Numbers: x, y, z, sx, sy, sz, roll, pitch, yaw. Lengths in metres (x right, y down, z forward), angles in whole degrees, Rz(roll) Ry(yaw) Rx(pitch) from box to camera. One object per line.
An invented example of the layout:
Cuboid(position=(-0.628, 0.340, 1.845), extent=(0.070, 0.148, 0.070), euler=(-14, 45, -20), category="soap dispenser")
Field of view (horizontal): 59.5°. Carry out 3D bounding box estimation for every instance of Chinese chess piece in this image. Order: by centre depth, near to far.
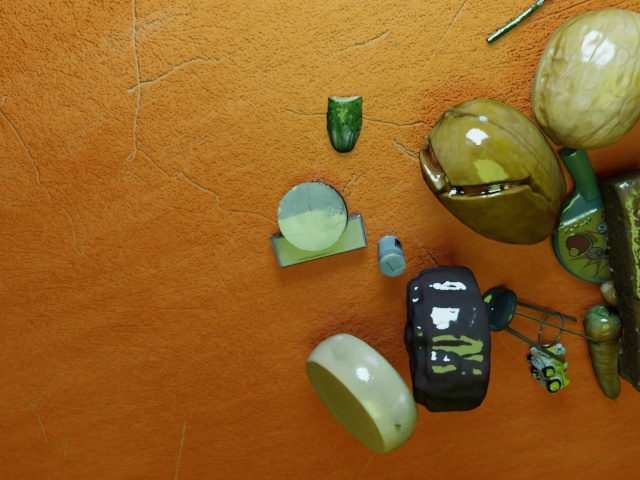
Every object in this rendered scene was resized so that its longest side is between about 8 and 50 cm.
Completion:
Cuboid(position=(0.085, 0.322, 1.180), extent=(0.102, 0.273, 0.273), euler=(-36, 116, -23), category="Chinese chess piece")

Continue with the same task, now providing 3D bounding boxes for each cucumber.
Cuboid(position=(0.044, -0.209, 1.026), extent=(0.067, 0.035, 0.107), euler=(-1, 119, 2), category="cucumber")

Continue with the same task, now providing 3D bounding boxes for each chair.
Cuboid(position=(0.445, 0.170, 1.160), extent=(0.222, 0.095, 0.104), euler=(21, 74, -3), category="chair")

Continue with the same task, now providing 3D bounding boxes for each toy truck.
Cuboid(position=(0.511, 0.276, 1.238), extent=(0.077, 0.076, 0.111), euler=(-24, 113, -5), category="toy truck")

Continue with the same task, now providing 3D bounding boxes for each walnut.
Cuboid(position=(0.435, -0.252, 0.893), extent=(0.196, 0.195, 0.221), euler=(18, 116, -6), category="walnut")
Cuboid(position=(0.319, -0.103, 0.980), extent=(0.336, 0.209, 0.209), euler=(34, 114, -23), category="walnut")

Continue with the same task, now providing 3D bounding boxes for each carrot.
Cuboid(position=(0.630, 0.267, 1.229), extent=(0.078, 0.078, 0.298), euler=(-16, 120, 11), category="carrot")

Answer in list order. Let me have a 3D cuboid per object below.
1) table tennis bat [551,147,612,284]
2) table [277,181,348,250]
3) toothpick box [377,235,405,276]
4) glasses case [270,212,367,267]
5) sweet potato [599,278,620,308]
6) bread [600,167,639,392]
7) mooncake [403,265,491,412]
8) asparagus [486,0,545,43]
Cuboid(position=(0.546, -0.046, 1.085), extent=(0.215, 0.044, 0.329), euler=(-28, 114, 17), category="table tennis bat")
Cuboid(position=(-0.014, -0.048, 1.085), extent=(0.134, 0.043, 0.133), euler=(1, 100, 8), category="table")
Cuboid(position=(0.141, 0.030, 1.117), extent=(0.052, 0.083, 0.052), euler=(1, 117, 2), category="toothpick box")
Cuboid(position=(-0.002, 0.000, 1.132), extent=(0.191, 0.042, 0.071), euler=(-14, 105, 10), category="glasses case")
Cuboid(position=(0.711, 0.168, 1.158), extent=(0.355, 0.095, 0.106), euler=(24, 161, -7), category="sweet potato")
Cuboid(position=(0.622, 0.066, 1.021), extent=(0.165, 0.113, 0.416), euler=(-12, 103, 3), category="bread")
Cuboid(position=(0.233, 0.190, 1.088), extent=(0.142, 0.283, 0.282), euler=(-2, 117, 4), category="mooncake")
Cuboid(position=(0.335, -0.374, 0.936), extent=(0.127, 0.015, 0.018), euler=(-36, 112, 19), category="asparagus")
